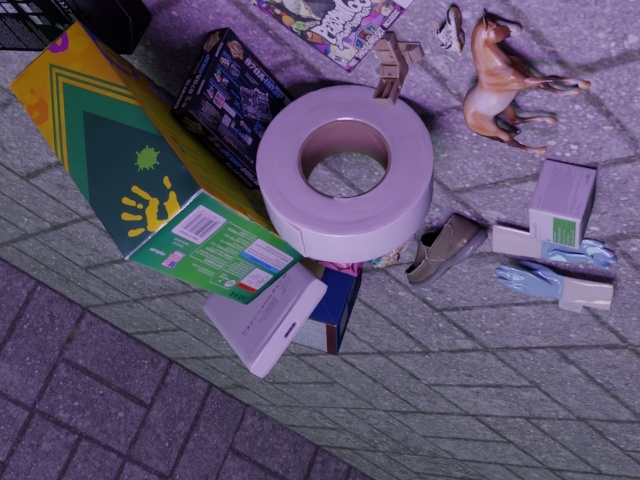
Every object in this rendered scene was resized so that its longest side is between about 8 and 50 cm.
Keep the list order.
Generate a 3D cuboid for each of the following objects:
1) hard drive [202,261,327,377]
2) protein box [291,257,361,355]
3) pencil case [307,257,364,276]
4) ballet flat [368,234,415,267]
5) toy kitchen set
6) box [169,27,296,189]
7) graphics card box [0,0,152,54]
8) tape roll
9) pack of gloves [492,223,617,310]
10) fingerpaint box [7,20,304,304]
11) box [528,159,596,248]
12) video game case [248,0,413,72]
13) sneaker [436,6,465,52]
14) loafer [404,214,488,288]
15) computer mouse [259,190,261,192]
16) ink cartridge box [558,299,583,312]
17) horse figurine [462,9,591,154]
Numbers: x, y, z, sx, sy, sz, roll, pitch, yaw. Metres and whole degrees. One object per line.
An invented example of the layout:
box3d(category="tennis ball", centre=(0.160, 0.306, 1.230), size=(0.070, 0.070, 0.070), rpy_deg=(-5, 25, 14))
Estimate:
box3d(category="hard drive", centre=(-0.131, 0.126, 2.049), size=(0.047, 0.233, 0.353), rpy_deg=(34, -178, -30))
box3d(category="protein box", centre=(0.004, 0.125, 2.137), size=(0.136, 0.200, 0.201), rpy_deg=(16, 156, 8))
box3d(category="pencil case", centre=(0.000, 0.000, 2.021), size=(0.209, 0.095, 0.098), rpy_deg=(20, 120, 6))
box3d(category="ballet flat", centre=(0.149, -0.012, 1.900), size=(0.077, 0.091, 0.241), rpy_deg=(-6, 163, -10))
box3d(category="toy kitchen set", centre=(0.111, -0.256, 1.402), size=(0.068, 0.075, 0.083), rpy_deg=(7, 151, 29))
box3d(category="box", centre=(-0.134, -0.216, 1.575), size=(0.051, 0.175, 0.220), rpy_deg=(-2, 147, 40))
box3d(category="graphics card box", centre=(-0.492, -0.420, 1.567), size=(0.370, 0.094, 0.233), rpy_deg=(9, 152, 31))
box3d(category="tape roll", centre=(0.041, -0.108, 1.515), size=(0.286, 0.286, 0.100), rpy_deg=(17, 156, 13))
box3d(category="pack of gloves", centre=(0.446, 0.039, 1.793), size=(0.232, 0.046, 0.195), rpy_deg=(11, 142, 19))
box3d(category="fingerpaint box", centre=(-0.255, -0.106, 1.570), size=(0.371, 0.163, 0.445), rpy_deg=(52, -173, 21))
box3d(category="box", centre=(0.394, -0.059, 1.533), size=(0.087, 0.102, 0.101), rpy_deg=(15, 156, 21))
box3d(category="video game case", centre=(0.008, -0.353, 1.306), size=(0.210, 0.042, 0.232), rpy_deg=(35, 154, -9))
box3d(category="sneaker", centre=(0.179, -0.293, 1.316), size=(0.037, 0.032, 0.083), rpy_deg=(13, 154, 20))
box3d(category="loafer", centre=(0.237, 0.016, 1.869), size=(0.087, 0.094, 0.251), rpy_deg=(49, 145, 2))
box3d(category="computer mouse", centre=(-0.155, -0.104, 2.001), size=(0.106, 0.042, 0.193), rpy_deg=(28, 150, -24))
box3d(category="ink cartridge box", centre=(0.505, 0.112, 1.884), size=(0.048, 0.028, 0.083), rpy_deg=(15, 155, 18))
box3d(category="horse figurine", centre=(0.275, -0.208, 1.372), size=(0.174, 0.066, 0.263), rpy_deg=(17, 154, -1))
